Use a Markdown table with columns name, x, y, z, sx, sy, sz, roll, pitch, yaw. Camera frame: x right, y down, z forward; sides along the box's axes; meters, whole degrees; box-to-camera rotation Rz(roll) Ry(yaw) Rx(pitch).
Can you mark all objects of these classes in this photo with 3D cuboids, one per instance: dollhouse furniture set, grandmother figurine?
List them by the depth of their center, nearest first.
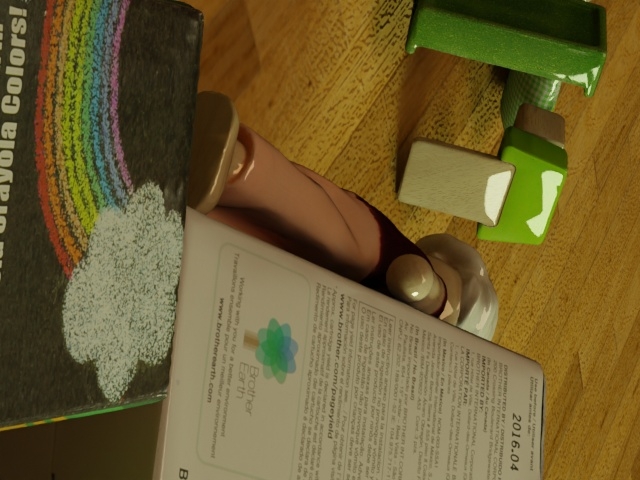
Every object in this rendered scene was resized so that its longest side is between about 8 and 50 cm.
| name | x | y | z | sx | sy | sz | roll | pitch | yaw |
| --- | --- | --- | --- | --- | --- | --- | --- | --- | --- |
| grandmother figurine | 0.000 | 0.000 | 1.031 | 0.104 | 0.208 | 0.342 | -49 | 137 | 8 |
| dollhouse furniture set | 0.145 | -0.163 | 1.446 | 0.301 | 0.151 | 0.197 | -77 | -179 | -56 |

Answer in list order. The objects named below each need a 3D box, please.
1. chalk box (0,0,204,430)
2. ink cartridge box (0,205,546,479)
| name | x | y | z | sx | sy | sz | roll | pitch | yaw |
| --- | --- | --- | --- | --- | --- | --- | --- | --- | --- |
| chalk box | -0.197 | -0.025 | 0.631 | 0.289 | 0.179 | 0.180 | 1 | 95 | -63 |
| ink cartridge box | -0.005 | 0.173 | 0.948 | 0.395 | 0.151 | 0.270 | 24 | 64 | -44 |
